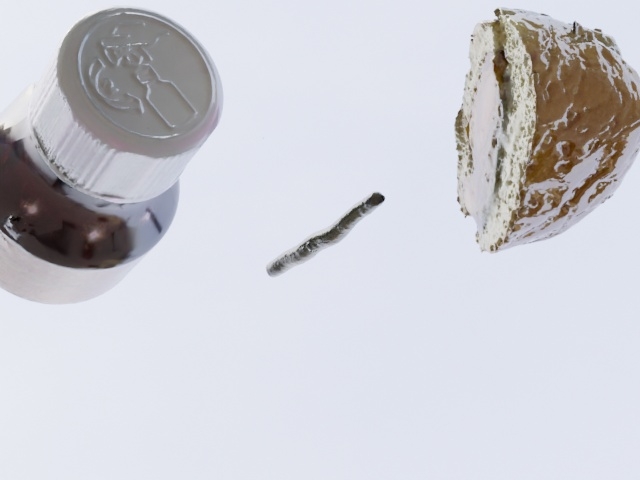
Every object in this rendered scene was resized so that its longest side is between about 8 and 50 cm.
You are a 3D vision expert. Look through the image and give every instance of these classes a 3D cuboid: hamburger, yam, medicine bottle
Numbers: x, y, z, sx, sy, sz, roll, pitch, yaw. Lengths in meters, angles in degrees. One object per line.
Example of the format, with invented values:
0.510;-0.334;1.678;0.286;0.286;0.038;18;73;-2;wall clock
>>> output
0.280;-0.133;1.080;0.209;0.162;0.330;-17;-42;-12;hamburger
0.001;-0.001;1.049;0.029;0.234;0.027;-9;-105;-36;yam
-0.259;-0.081;1.017;0.242;0.395;0.242;9;-111;-24;medicine bottle
